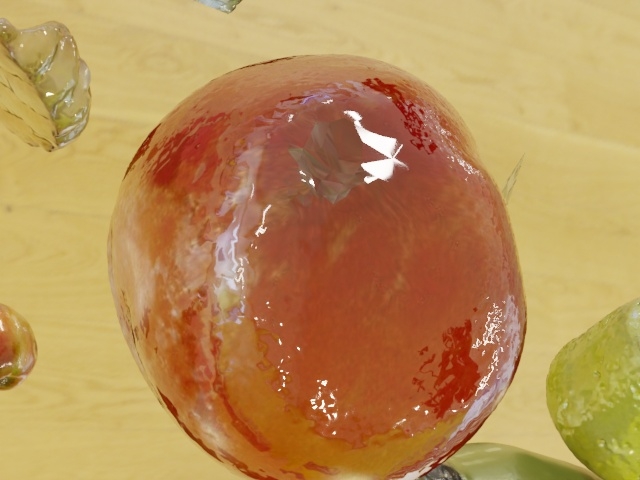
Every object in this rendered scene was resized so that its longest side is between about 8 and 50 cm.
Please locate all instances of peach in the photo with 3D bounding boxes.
[{"bbox_3d":[-0.394,0.128,1.793,0.101,0.101,0.101,15,67,-40],"label":"peach"}]

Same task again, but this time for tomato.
[{"bbox_3d":[0.000,0.000,0.719,0.200,0.139,0.233,-17,68,-14],"label":"tomato"}]

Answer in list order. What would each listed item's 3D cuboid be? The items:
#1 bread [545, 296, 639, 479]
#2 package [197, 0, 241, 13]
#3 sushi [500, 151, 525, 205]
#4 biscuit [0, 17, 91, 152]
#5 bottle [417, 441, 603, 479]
[{"bbox_3d":[0.228,0.101,1.040,0.111,0.114,0.129,37,41,-5],"label":"bread"},{"bbox_3d":[-0.106,-0.341,1.727,0.173,0.171,0.027,4,50,-55],"label":"package"},{"bbox_3d":[0.162,0.105,1.666,0.069,0.339,0.320,30,68,11],"label":"sushi"},{"bbox_3d":[-0.209,-0.120,1.044,0.061,0.183,0.118,-46,110,-18],"label":"biscuit"},{"bbox_3d":[0.114,0.189,0.969,0.260,0.112,0.112,25,61,-53],"label":"bottle"}]
